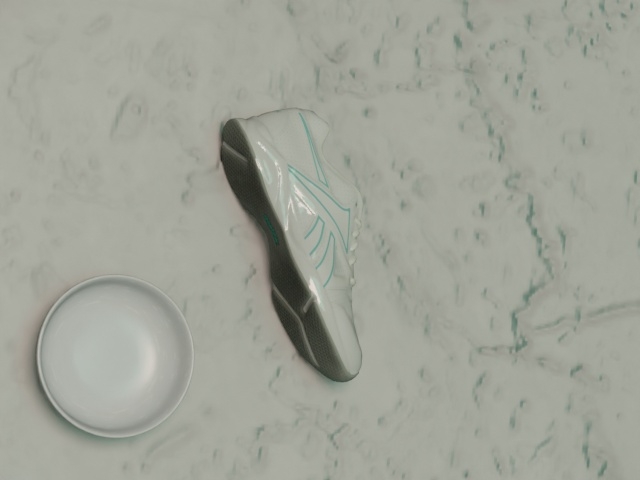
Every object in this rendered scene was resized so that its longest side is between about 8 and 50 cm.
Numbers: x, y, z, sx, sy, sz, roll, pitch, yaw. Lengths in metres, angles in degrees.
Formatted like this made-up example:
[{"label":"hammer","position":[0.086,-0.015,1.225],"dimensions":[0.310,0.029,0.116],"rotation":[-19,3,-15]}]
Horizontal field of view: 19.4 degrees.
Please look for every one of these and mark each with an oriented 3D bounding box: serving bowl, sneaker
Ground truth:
[{"label":"serving bowl","position":[-0.108,0.060,0.960],"dimensions":[0.083,0.027,0.083],"rotation":[3,83,-22]},{"label":"sneaker","position":[0.000,0.000,1.000],"dimensions":[0.061,0.053,0.152],"rotation":[-19,92,-27]}]
